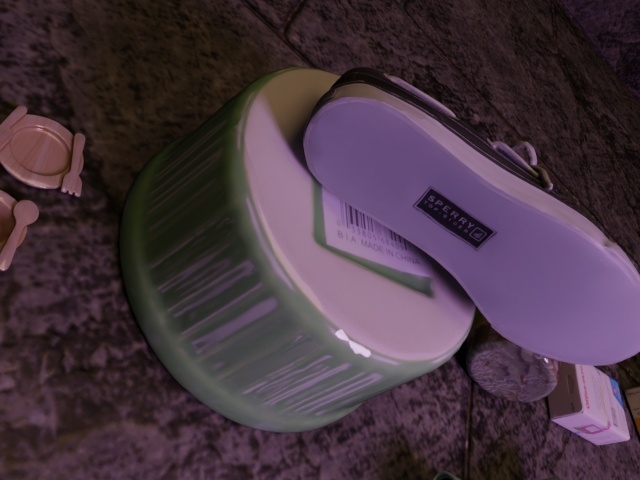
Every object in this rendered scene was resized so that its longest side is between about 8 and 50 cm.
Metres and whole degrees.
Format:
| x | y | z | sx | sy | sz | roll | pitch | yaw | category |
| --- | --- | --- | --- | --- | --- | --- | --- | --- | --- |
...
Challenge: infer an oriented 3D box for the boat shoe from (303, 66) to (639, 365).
| x | y | z | sx | sy | sz | roll | pitch | yaw | category |
| --- | --- | --- | --- | --- | --- | --- | --- | --- | --- |
| 0.127 | -0.021 | 0.439 | 0.306 | 0.113 | 0.105 | 32 | 39 | -6 | boat shoe |

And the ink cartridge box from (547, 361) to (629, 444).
| x | y | z | sx | sy | sz | roll | pitch | yaw | category |
| --- | --- | --- | --- | --- | --- | --- | --- | --- | --- |
| 0.375 | 0.226 | 0.802 | 0.122 | 0.052 | 0.088 | 33 | 46 | -28 | ink cartridge box |

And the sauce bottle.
| x | y | z | sx | sy | sz | roll | pitch | yaw | category |
| --- | --- | --- | --- | --- | --- | --- | --- | --- | --- |
| 0.276 | 0.053 | 0.770 | 0.111 | 0.111 | 0.344 | 46 | 40 | -14 | sauce bottle |

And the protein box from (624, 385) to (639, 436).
| x | y | z | sx | sy | sz | roll | pitch | yaw | category |
| --- | --- | --- | --- | --- | --- | --- | --- | --- | --- |
| 0.639 | 0.332 | 0.931 | 0.201 | 0.136 | 0.199 | 14 | 58 | -39 | protein box |

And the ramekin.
| x | y | z | sx | sy | sz | roll | pitch | yaw | category |
| --- | --- | --- | --- | --- | --- | --- | --- | --- | --- |
| 0.000 | 0.000 | 0.497 | 0.304 | 0.148 | 0.303 | 24 | 51 | -33 | ramekin |

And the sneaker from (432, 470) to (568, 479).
| x | y | z | sx | sy | sz | roll | pitch | yaw | category |
| --- | --- | --- | --- | --- | --- | --- | --- | --- | --- |
| 0.182 | 0.270 | 0.546 | 0.256 | 0.094 | 0.151 | -25 | 91 | -47 | sneaker |

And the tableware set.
| x | y | z | sx | sy | sz | roll | pitch | yaw | category |
| --- | --- | --- | --- | --- | --- | --- | --- | --- | --- |
| -0.251 | -0.062 | 0.388 | 0.169 | 0.020 | 0.141 | 33 | 47 | -27 | tableware set |
